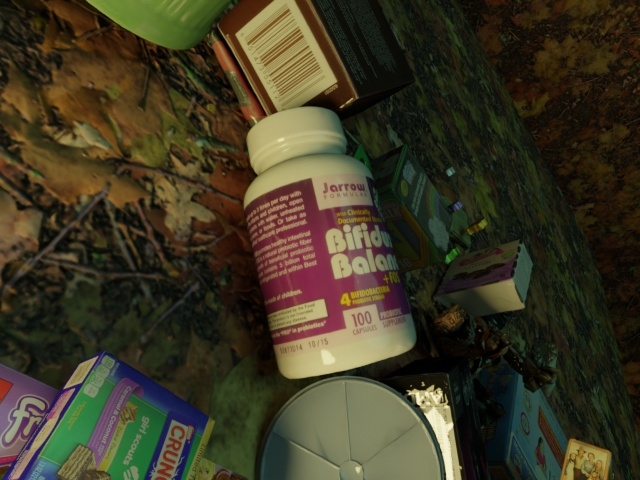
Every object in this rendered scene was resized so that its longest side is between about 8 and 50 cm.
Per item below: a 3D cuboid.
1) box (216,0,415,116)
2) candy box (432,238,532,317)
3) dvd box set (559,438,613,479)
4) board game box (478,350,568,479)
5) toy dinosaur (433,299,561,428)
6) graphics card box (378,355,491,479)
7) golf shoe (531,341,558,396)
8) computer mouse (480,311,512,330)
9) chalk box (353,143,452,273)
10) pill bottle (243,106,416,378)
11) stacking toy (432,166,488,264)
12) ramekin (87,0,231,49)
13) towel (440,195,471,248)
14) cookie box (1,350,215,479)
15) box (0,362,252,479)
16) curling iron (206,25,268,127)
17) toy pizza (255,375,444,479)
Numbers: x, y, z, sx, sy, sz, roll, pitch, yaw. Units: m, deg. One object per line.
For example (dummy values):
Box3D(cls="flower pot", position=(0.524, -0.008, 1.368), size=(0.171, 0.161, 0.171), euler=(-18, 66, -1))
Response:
Box3D(cls="box", position=(0.023, -0.303, 0.735), size=(0.191, 0.143, 0.381), euler=(61, 32, -9))
Box3D(cls="candy box", position=(0.350, 0.084, 0.955), size=(0.196, 0.165, 0.070), euler=(-41, 107, -53))
Box3D(cls="dvd box set", position=(0.351, 0.551, 0.642), size=(0.420, 0.062, 0.307), euler=(-54, 134, -32))
Box3D(cls="board game box", position=(0.422, 0.448, 0.926), size=(0.308, 0.086, 0.302), euler=(60, 36, -11))
Box3D(cls="toy dinosaur", position=(0.302, 0.205, 0.838), size=(0.322, 0.164, 0.218), euler=(9, 37, -50))
Box3D(cls="graphics card box", position=(0.172, 0.349, 0.585), size=(0.233, 0.094, 0.370), euler=(20, 60, -64))
Box3D(cls="golf shoe", position=(0.644, 0.368, 1.286), size=(0.176, 0.069, 0.086), euler=(-47, 130, -48))
Box3D(cls="computer mouse", position=(0.447, 0.184, 1.144), size=(0.242, 0.041, 0.071), euler=(-8, 62, -58))
Box3D(cls="chalk box", position=(0.109, -0.061, 0.755), size=(0.213, 0.132, 0.132), euler=(49, 41, -23))
Box3D(cls="pill bottle", position=(0.000, 0.000, 0.551), size=(0.169, 0.169, 0.301), euler=(0, 72, -52))
Box3D(cls="stacking toy", position=(0.293, -0.064, 1.023), size=(0.221, 0.052, 0.167), euler=(-34, 91, -46))
Box3D(cls="ramekin", position=(-0.187, -0.380, 0.472), size=(0.303, 0.148, 0.303), euler=(46, 28, -34))
Box3D(cls="towel", position=(0.340, -0.047, 1.128), size=(0.148, 0.027, 0.110), euler=(24, 53, -44))
Box3D(cls="cookie box", position=(-0.138, 0.146, 0.310), size=(0.107, 0.040, 0.091), euler=(46, 37, -27))
Box3D(cls="box", position=(-0.177, 0.227, 0.299), size=(0.293, 0.057, 0.201), euler=(43, 42, -30))
Box3D(cls="curling iron", position=(-0.085, -0.186, 0.651), size=(0.068, 0.035, 0.274), euler=(-37, 102, -53))
Box3D(cls="toy pizza", position=(0.032, 0.252, 0.486), size=(0.032, 0.201, 0.201), euler=(96, -11, -68))
